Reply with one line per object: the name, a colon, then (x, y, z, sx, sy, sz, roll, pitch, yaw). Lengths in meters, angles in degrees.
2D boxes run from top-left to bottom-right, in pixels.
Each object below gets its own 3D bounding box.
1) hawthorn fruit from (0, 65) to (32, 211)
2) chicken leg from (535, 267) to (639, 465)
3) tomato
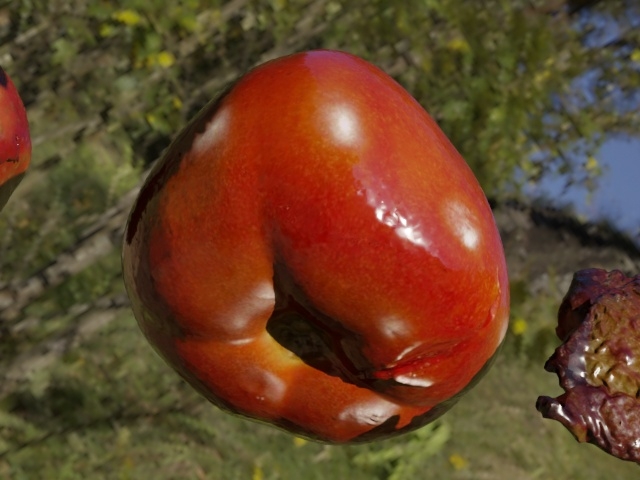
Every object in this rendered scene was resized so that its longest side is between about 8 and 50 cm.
hawthorn fruit: (-0.342, -0.106, 1.222, 0.181, 0.181, 0.235, 52, -27, 31)
chicken leg: (0.233, 0.134, 0.897, 0.322, 0.177, 0.083, 59, -42, 36)
tomato: (0.000, 0.000, 1.032, 0.298, 0.299, 0.226, 66, 31, -43)
